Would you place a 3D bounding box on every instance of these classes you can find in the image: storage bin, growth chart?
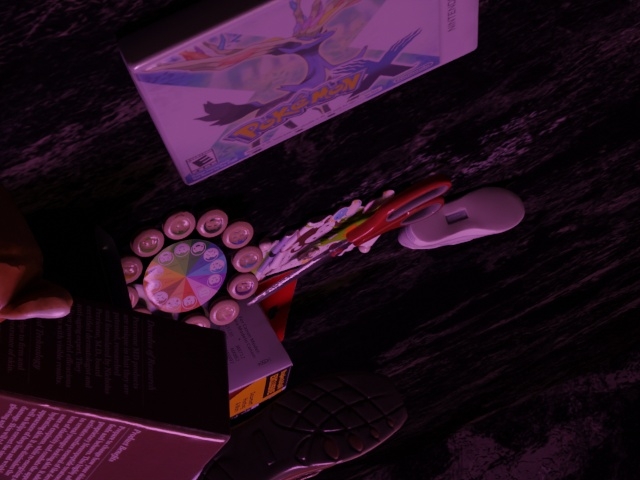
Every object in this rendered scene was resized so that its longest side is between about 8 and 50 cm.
[{"bbox_3d":[-0.251,0.065,1.652,0.091,0.135,0.098,-17,164,5],"label":"storage bin"},{"bbox_3d":[0.000,0.000,1.991,0.237,0.021,0.172,-18,160,-26],"label":"growth chart"}]

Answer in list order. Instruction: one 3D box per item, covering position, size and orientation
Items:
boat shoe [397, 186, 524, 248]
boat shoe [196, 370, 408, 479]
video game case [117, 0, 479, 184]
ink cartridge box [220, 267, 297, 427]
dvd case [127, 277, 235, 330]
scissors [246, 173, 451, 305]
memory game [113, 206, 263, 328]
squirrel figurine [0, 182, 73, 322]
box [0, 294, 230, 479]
[{"bbox_3d":[0.188,-0.024,2.128,0.184,0.066,0.063,-20,176,-27],"label":"boat shoe"},{"bbox_3d":[-0.042,0.273,2.152,0.324,0.122,0.120,-21,167,-5],"label":"boat shoe"},{"bbox_3d":[-0.005,-0.179,1.445,0.329,0.036,0.300,-25,162,-3],"label":"video game case"},{"bbox_3d":[-0.135,0.190,2.159,0.272,0.130,0.309,-24,162,-14],"label":"ink cartridge box"},{"bbox_3d":[-0.223,0.110,1.794,0.221,0.018,0.164,8,125,-31],"label":"dvd case"},{"bbox_3d":[0.032,-0.002,1.974,0.297,0.021,0.109,-26,164,-2],"label":"scissors"},{"bbox_3d":[-0.150,0.042,1.754,0.186,0.012,0.186,-15,129,-19],"label":"memory game"},{"bbox_3d":[-0.359,0.035,1.182,0.370,0.281,0.397,-22,166,-35],"label":"squirrel figurine"},{"bbox_3d":[-0.297,0.146,1.526,0.381,0.143,0.191,17,138,-24],"label":"box"}]
